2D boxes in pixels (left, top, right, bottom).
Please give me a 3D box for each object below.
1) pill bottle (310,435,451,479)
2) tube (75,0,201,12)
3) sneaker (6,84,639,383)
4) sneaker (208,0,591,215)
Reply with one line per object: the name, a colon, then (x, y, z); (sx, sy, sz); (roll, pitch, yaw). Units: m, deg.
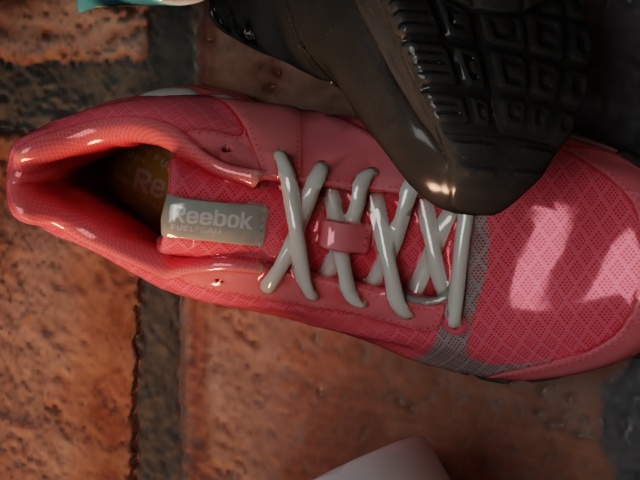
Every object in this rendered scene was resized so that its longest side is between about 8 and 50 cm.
pill bottle: (0.059, 0.256, 0.592); (0.188, 0.188, 0.334); (-35, 75, 27)
tube: (-0.088, -0.137, 0.682); (0.207, 0.052, 0.080); (-148, 71, -68)
sneaker: (0.000, 0.001, 0.641); (0.313, 0.136, 0.116); (10, 98, 29)
sneaker: (0.015, -0.109, 0.627); (0.130, 0.109, 0.286); (-51, 41, 34)
